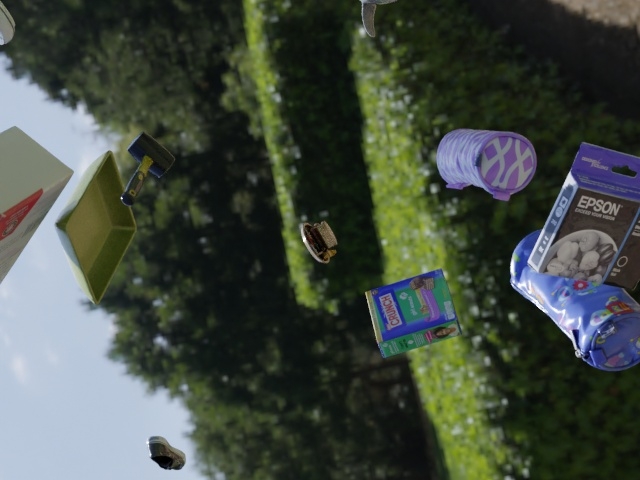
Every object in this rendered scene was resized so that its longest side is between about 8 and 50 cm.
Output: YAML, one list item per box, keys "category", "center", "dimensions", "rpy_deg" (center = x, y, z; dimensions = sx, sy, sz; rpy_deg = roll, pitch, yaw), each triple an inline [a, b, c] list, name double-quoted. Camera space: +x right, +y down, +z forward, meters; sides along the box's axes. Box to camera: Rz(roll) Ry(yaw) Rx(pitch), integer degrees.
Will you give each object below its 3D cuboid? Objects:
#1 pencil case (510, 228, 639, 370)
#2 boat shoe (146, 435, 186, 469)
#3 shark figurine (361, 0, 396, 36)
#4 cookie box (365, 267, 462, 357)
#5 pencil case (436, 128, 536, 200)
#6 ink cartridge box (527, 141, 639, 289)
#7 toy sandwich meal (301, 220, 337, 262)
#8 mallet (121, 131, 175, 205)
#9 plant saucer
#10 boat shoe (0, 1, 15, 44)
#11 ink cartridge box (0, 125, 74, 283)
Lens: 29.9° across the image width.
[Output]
- category: "pencil case"
  center: [0.428, 0.100, 2.001]
  dimensions: [0.306, 0.133, 0.119]
  rpy_deg: [54, 167, 53]
- category: "boat shoe"
  center: [-0.292, 0.410, 2.253]
  dimensions: [0.142, 0.049, 0.040]
  rpy_deg: [60, -160, -56]
- category: "shark figurine"
  center: [0.143, -0.448, 1.998]
  dimensions: [0.278, 0.116, 0.166]
  rpy_deg: [-48, -48, -43]
- category: "cookie box"
  center: [0.121, 0.095, 1.560]
  dimensions: [0.040, 0.107, 0.092]
  rpy_deg: [65, -171, -46]
- category: "pencil case"
  center: [0.218, -0.104, 1.590]
  dimensions: [0.206, 0.086, 0.088]
  rpy_deg: [-142, 55, -78]
- category: "ink cartridge box"
  center: [0.444, -0.032, 1.842]
  dimensions: [0.045, 0.206, 0.208]
  rpy_deg: [49, 123, 54]
- category: "toy sandwich meal"
  center: [0.000, 0.000, 1.989]
  dimensions: [0.085, 0.029, 0.085]
  rpy_deg: [50, -160, -26]
- category: "mallet"
  center: [-0.228, -0.082, 1.568]
  dimensions: [0.062, 0.039, 0.189]
  rpy_deg: [38, -160, -21]
- category: "plant saucer"
  center: [-0.377, -0.023, 1.975]
  dimensions: [0.188, 0.045, 0.188]
  rpy_deg: [80, -158, -44]
- category: "boat shoe"
  center: [-0.525, -0.401, 1.826]
  dimensions: [0.226, 0.076, 0.083]
  rpy_deg: [49, 154, 8]
- category: "ink cartridge box"
  center: [-0.545, -0.004, 1.851]
  dimensions: [0.131, 0.306, 0.226]
  rpy_deg: [39, -154, -1]
